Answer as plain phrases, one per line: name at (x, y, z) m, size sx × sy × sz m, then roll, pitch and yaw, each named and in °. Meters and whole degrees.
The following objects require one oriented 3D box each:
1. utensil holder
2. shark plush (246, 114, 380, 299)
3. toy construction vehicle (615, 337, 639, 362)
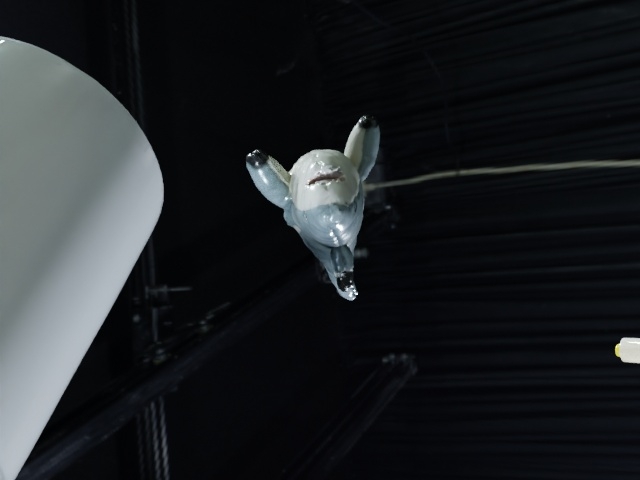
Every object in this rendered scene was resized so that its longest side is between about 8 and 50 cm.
utensil holder at (-0.358, 0.035, 0.680) m, size 0.327 × 0.328 × 0.385 m, roll 61°, pitch -146°, yaw -34°
shark plush at (0.000, 0.000, 0.422) m, size 0.161 × 0.073 × 0.067 m, roll 100°, pitch 154°, yaw -59°
toy construction vehicle at (0.208, 0.051, 0.384) m, size 0.098 × 0.086 × 0.035 m, roll 13°, pitch -102°, yaw -40°
